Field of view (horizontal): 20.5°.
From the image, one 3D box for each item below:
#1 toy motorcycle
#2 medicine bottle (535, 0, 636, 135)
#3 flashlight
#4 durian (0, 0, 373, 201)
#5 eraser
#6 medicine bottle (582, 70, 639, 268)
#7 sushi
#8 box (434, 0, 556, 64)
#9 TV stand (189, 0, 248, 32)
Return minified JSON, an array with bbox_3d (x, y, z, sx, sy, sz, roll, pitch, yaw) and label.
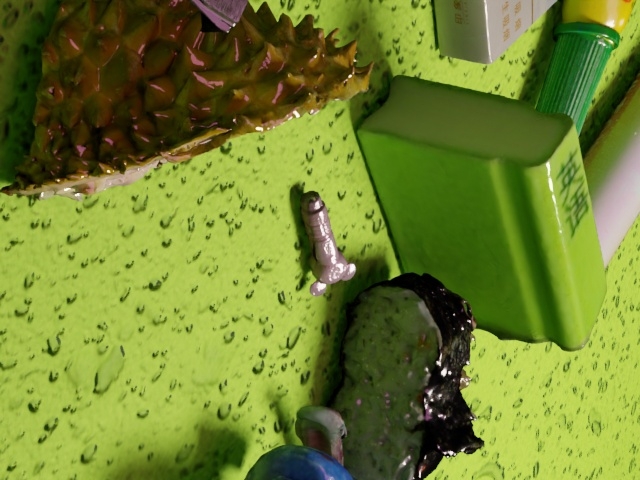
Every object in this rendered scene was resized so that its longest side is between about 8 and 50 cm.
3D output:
[{"bbox_3d":[-0.036,0.303,1.640,0.182,0.241,0.319,-11,129,-11],"label":"toy motorcycle"},{"bbox_3d":[0.303,-0.254,1.951,0.111,0.076,0.309,26,84,-58],"label":"medicine bottle"},{"bbox_3d":[0.000,0.000,1.637,0.052,0.031,0.110,-29,129,-17],"label":"flashlight"},{"bbox_3d":[-0.068,-0.116,1.318,0.305,0.195,0.185,-15,111,-53],"label":"durian"},{"bbox_3d":[0.164,-0.022,1.719,0.092,0.210,0.274,-54,143,-29],"label":"eraser"},{"bbox_3d":[0.350,-0.074,2.095,0.426,0.108,0.108,-53,144,-32],"label":"medicine bottle"},{"bbox_3d":[0.093,0.142,1.745,0.115,0.147,0.212,-5,105,-56],"label":"sushi"},{"bbox_3d":[0.197,-0.297,1.767,0.233,0.067,0.149,-43,141,-39],"label":"box"},{"bbox_3d":[-0.157,-0.213,1.155,0.256,0.049,0.040,30,79,-34],"label":"TV stand"}]
